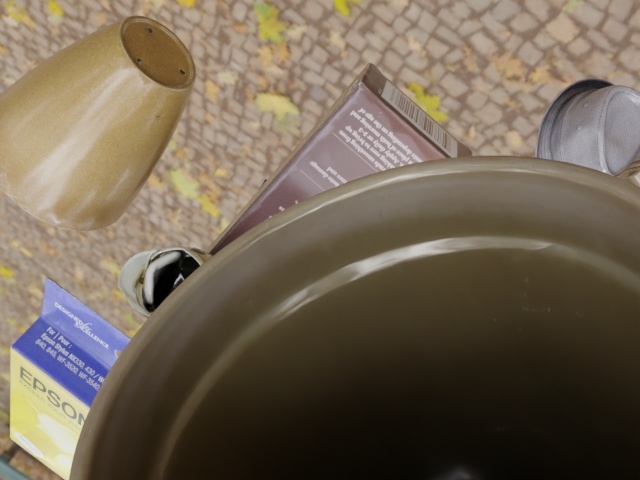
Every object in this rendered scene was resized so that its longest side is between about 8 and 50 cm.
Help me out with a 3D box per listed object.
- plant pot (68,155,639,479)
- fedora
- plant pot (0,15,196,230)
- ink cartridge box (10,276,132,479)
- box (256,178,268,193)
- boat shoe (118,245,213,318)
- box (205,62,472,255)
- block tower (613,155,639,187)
[{"bbox_3d":[0.075,0.158,0.512,0.323,0.323,0.280,5,136,35],"label":"plant pot"},{"bbox_3d":[0.542,-0.185,1.776,0.244,0.275,0.124,30,165,-15],"label":"fedora"},{"bbox_3d":[-0.287,-0.177,1.260,0.237,0.237,0.254,42,125,-16],"label":"plant pot"},{"bbox_3d":[-0.242,0.233,1.123,0.303,0.072,0.307,34,141,12],"label":"ink cartridge box"},{"bbox_3d":[0.000,0.000,1.608,0.184,0.103,0.261,30,-176,20],"label":"box"},{"bbox_3d":[-0.175,0.051,1.164,0.302,0.113,0.103,6,161,48],"label":"boat shoe"},{"bbox_3d":[0.010,-0.028,1.259,0.191,0.143,0.381,41,111,-8],"label":"box"},{"bbox_3d":[0.410,-0.036,1.248,0.091,0.335,0.097,54,174,-4],"label":"block tower"}]
